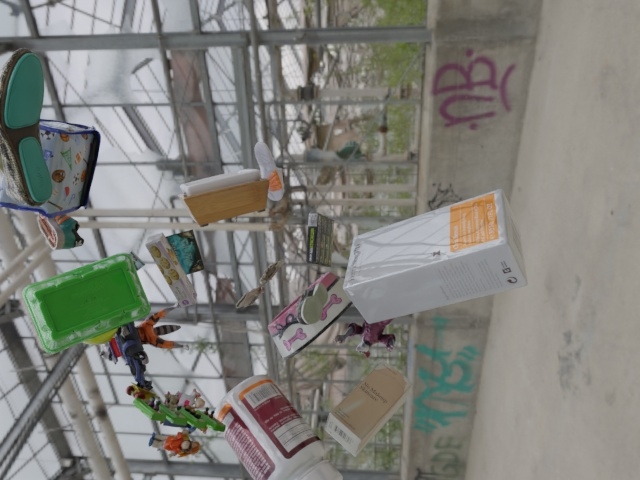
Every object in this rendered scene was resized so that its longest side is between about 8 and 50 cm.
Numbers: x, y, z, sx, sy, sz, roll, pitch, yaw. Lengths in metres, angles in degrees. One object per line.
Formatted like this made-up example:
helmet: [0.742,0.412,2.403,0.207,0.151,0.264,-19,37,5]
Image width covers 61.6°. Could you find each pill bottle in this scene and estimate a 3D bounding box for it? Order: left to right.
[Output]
pill bottle: [-0.128,0.617,1.608,0.392,0.224,0.224,44,159,29]

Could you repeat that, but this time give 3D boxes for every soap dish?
soap dish: [-0.277,-0.125,1.521,0.291,0.228,0.118,-161,56,-71]

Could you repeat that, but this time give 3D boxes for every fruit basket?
fruit basket: [-0.795,0.229,1.862,0.392,0.391,0.283,-30,-82,-84]

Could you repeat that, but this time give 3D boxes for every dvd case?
dvd case: [-0.859,0.112,2.411,0.087,0.119,0.013,50,-168,-19]

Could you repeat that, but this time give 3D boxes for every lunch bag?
lunch bag: [-0.971,-0.278,2.003,0.385,0.238,0.328,-86,11,-80]

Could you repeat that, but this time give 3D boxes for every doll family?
doll family: [-0.468,0.638,1.823,0.263,0.163,0.119,-82,5,-53]

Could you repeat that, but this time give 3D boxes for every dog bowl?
dog bowl: [-0.039,0.285,2.148,0.150,0.408,0.408,48,-174,1]

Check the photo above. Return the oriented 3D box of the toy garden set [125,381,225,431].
toy garden set: [-0.408,0.457,1.500,0.244,0.203,0.049,30,-103,-43]

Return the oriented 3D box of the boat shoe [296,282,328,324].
boat shoe: [-0.036,0.209,1.696,0.081,0.068,0.228,62,-158,-10]

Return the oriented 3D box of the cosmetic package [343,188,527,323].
cosmetic package: [0.306,0.049,1.470,0.162,0.453,0.230,54,-149,-30]

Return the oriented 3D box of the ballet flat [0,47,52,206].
ballet flat: [-0.942,-0.339,1.641,0.164,0.181,0.483,-49,-32,-63]

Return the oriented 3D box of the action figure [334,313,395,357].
action figure: [0.223,0.344,2.311,0.276,0.247,0.370,-61,-10,-55]

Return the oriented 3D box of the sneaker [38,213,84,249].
sneaker: [-1.059,-0.063,2.188,0.302,0.121,0.108,49,120,34]

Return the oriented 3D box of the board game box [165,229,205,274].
board game box: [-0.591,0.056,2.347,0.026,0.126,0.186,-26,82,70]

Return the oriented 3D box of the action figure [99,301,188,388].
action figure: [-0.704,0.428,2.144,0.178,0.329,0.342,177,82,-68]

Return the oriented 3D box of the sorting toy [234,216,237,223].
sorting toy: [-0.376,-0.124,2.380,0.062,0.012,0.083,118,146,-70]

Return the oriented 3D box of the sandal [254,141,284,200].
sandal: [-0.200,-0.299,2.279,0.076,0.101,0.266,-41,-54,-46]

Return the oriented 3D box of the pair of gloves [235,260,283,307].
pair of gloves: [-0.233,0.177,2.161,0.240,0.042,0.204,-50,-5,2]

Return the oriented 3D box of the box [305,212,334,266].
box: [0.000,0.000,2.057,0.184,0.045,0.191,20,-108,-71]

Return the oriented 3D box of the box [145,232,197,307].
box: [-0.573,0.119,2.079,0.063,0.067,0.324,-99,-8,-57]

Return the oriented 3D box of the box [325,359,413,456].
box: [0.174,0.582,1.887,0.311,0.148,0.121,-36,-32,-38]
